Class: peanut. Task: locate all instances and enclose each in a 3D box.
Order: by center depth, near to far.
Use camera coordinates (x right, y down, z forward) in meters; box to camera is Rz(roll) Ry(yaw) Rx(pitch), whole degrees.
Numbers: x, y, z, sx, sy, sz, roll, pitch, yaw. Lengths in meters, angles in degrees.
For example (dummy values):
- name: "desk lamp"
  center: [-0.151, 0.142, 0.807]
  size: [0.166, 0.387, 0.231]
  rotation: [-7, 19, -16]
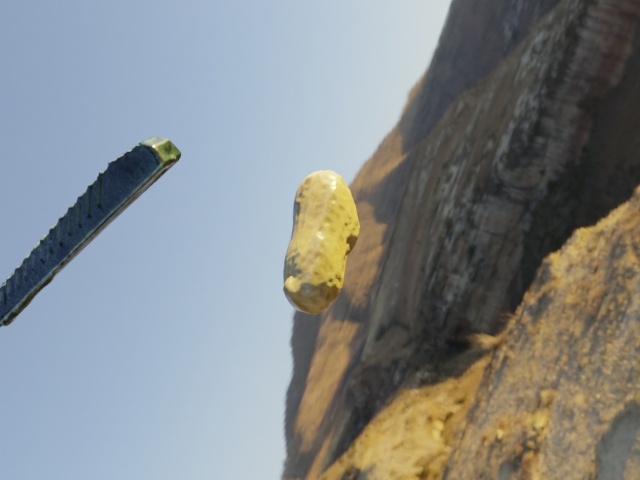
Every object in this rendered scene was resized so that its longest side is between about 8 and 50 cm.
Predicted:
- name: "peanut"
  center: [0.000, 0.000, 1.088]
  size: [0.099, 0.100, 0.214]
  rotation: [98, -175, -56]

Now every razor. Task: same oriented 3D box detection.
- name: "razor"
  center: [-0.135, 0.006, 0.403]
  size: [0.190, 0.033, 0.066]
  rotation: [-32, 7, 28]
